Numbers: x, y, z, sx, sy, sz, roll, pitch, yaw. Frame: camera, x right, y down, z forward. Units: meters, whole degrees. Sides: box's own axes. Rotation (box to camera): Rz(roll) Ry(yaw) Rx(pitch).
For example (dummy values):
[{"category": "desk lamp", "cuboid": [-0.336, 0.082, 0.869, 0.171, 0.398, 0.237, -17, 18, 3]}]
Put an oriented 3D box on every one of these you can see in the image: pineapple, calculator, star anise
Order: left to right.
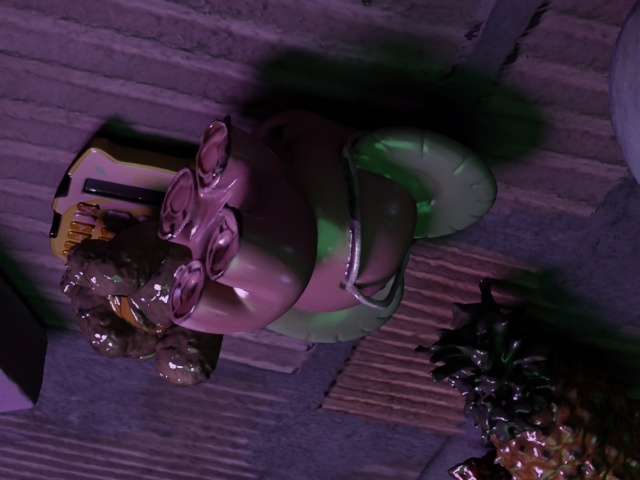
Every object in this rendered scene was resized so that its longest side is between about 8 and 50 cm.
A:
[{"category": "calculator", "cuboid": [-0.182, -0.025, 1.827, 0.157, 0.033, 0.236, 11, 146, -12]}, {"category": "star anise", "cuboid": [0.227, 0.276, 2.145, 0.168, 0.057, 0.168, 0, -175, 0]}, {"category": "pineapple", "cuboid": [0.207, 0.165, 1.951, 0.169, 0.169, 0.340, -25, 134, 33]}]

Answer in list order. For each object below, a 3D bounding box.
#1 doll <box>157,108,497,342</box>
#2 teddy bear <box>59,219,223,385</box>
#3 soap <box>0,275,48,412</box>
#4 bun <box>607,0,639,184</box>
[{"category": "doll", "cuboid": [0.000, 0.000, 1.691, 0.268, 0.216, 0.284, 16, 134, -27]}, {"category": "teddy bear", "cuboid": [-0.171, 0.057, 1.823, 0.177, 0.140, 0.190, 47, 142, -16]}, {"category": "soap", "cuboid": [-0.471, 0.078, 1.934, 0.296, 0.107, 0.285, -11, 139, 18]}, {"category": "bun", "cuboid": [0.406, -0.130, 1.448, 0.362, 0.211, 0.362, -12, 143, -9]}]
